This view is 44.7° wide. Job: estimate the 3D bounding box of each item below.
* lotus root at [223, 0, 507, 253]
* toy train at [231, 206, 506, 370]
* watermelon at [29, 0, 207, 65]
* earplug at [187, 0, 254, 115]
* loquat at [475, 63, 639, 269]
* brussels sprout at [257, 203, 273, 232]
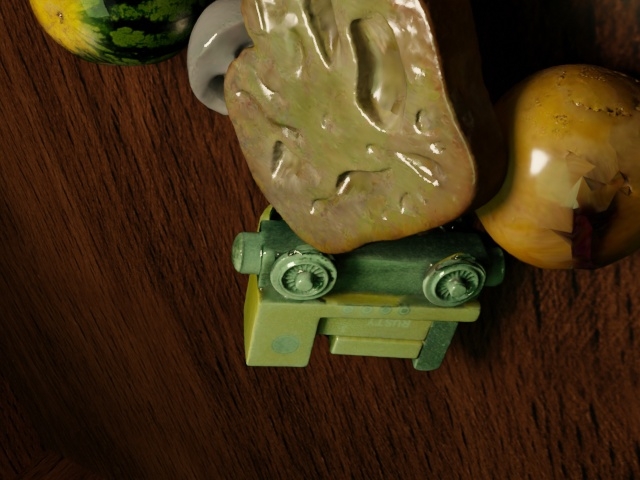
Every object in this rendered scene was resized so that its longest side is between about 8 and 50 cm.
[{"bbox_3d":[0.044,-0.152,0.883,0.375,0.111,0.391,34,134,28],"label":"lotus root"},{"bbox_3d":[0.062,0.069,1.132,0.396,0.160,0.253,3,130,-12],"label":"toy train"},{"bbox_3d":[-0.300,-0.380,1.148,0.269,0.269,0.269,24,136,26],"label":"watermelon"},{"bbox_3d":[-0.048,-0.219,1.124,0.325,0.175,0.214,41,122,-3],"label":"earplug"},{"bbox_3d":[0.282,-0.082,0.871,0.235,0.235,0.235,24,136,26],"label":"loquat"},{"bbox_3d":[0.000,0.000,1.265,0.223,0.161,0.223,8,133,9],"label":"brussels sprout"}]
